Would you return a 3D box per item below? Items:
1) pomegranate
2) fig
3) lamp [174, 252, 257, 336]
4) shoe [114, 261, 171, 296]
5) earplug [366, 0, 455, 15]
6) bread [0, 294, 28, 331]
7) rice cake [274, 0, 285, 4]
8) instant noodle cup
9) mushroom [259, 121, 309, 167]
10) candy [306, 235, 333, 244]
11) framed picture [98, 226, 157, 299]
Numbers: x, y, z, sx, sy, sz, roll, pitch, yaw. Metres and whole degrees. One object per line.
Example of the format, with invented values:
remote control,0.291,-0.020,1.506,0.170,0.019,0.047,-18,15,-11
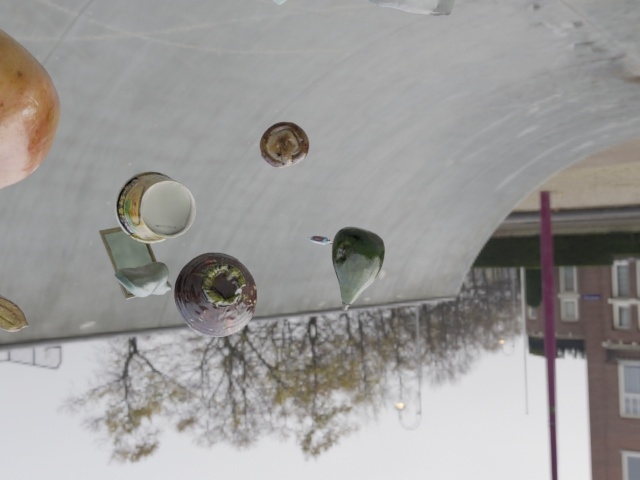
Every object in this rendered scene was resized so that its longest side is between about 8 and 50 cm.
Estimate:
pomegranate,-0.634,-0.218,1.147,0.338,0.338,0.338,-2,178,0
fig,0.078,0.060,1.414,0.117,0.177,0.117,6,172,1
lamp,-0.291,0.149,1.881,0.247,0.246,0.247,-2,178,0
shoe,-0.369,0.074,1.451,0.079,0.078,0.195,40,180,12
earplug,0.133,-0.602,1.066,0.313,0.394,0.312,15,-151,-8
bread,-0.787,0.169,1.639,0.119,0.067,0.192,35,164,-35
rice cake,-0.135,-0.533,1.320,0.180,0.030,0.042,34,147,-32
instant noodle cup,-0.327,-0.067,1.354,0.152,0.151,0.122,-1,-177,-29
mushroom,-0.092,-0.243,1.696,0.127,0.127,0.087,-2,177,1
candy,0.000,0.000,1.803,0.083,0.020,0.030,9,164,38
framed picture,-0.512,0.054,1.835,0.010,0.200,0.136,-30,170,40
